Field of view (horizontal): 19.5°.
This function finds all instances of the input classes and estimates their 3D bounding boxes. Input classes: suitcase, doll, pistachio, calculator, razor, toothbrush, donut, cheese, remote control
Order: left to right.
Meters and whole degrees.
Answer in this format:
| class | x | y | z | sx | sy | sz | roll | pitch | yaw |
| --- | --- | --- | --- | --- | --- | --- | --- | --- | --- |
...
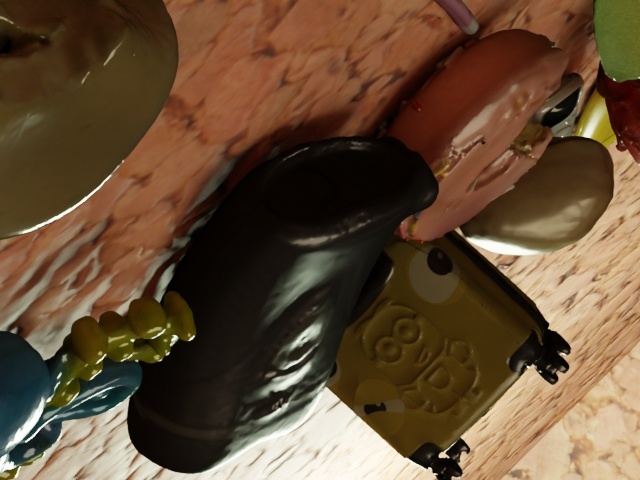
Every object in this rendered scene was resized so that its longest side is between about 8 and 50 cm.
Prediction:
| class | x | y | z | sx | sy | sz | roll | pitch | yaw |
| --- | --- | --- | --- | --- | --- | --- | --- | --- | --- |
| doll | -0.269 | 0.135 | 1.357 | 0.346 | 0.099 | 0.341 | -27 | 171 | -29 |
| cheese | -0.172 | -0.076 | 1.017 | 0.175 | 0.091 | 0.202 | -48 | 163 | 12 |
| razor | -0.042 | 0.051 | 1.569 | 0.204 | 0.113 | 0.349 | -19 | 148 | -39 |
| suitcase | 0.103 | 0.093 | 1.829 | 0.194 | 0.235 | 0.143 | -47 | -178 | 17 |
| toothbrush | 0.083 | -0.197 | 1.416 | 0.025 | 0.020 | 0.286 | -51 | 162 | 6 |
| donut | 0.123 | -0.088 | 1.659 | 0.199 | 0.085 | 0.233 | -38 | 163 | -15 |
| pistachio | 0.213 | -0.047 | 1.896 | 0.184 | 0.124 | 0.124 | -12 | 151 | -25 |
| remote control | 0.243 | -0.102 | 1.993 | 0.067 | 0.029 | 0.261 | -38 | 163 | -12 |
| calculator | 0.344 | -0.169 | 2.048 | 0.146 | 0.032 | 0.235 | -35 | 164 | -23 |

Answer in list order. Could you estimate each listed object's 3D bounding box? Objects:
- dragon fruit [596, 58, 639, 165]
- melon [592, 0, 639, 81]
| class | x | y | z | sx | sy | sz | roll | pitch | yaw |
| --- | --- | --- | --- | --- | --- | --- | --- | --- | --- |
| dragon fruit | 0.380 | -0.164 | 1.802 | 0.241 | 0.252 | 0.241 | -21 | -167 | 5 |
| melon | 0.352 | -0.296 | 1.465 | 0.331 | 0.226 | 0.343 | -36 | 149 | -12 |
